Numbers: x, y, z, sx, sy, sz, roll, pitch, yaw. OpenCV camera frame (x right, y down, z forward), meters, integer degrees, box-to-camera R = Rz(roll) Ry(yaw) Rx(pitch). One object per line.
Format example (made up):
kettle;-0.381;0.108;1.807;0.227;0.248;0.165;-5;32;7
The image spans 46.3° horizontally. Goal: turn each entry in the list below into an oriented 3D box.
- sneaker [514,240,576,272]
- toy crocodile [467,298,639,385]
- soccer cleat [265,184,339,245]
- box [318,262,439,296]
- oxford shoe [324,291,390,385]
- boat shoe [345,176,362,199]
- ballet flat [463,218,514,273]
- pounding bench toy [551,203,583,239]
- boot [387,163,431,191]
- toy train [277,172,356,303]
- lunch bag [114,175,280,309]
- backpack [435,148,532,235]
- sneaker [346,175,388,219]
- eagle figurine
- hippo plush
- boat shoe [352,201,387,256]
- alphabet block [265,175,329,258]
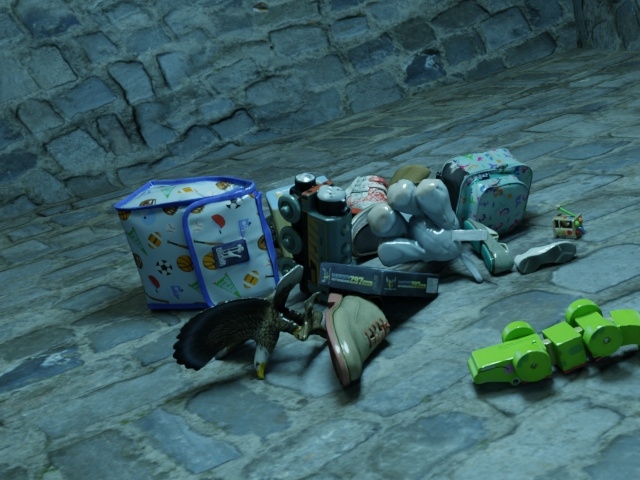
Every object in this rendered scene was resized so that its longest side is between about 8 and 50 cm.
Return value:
sneaker;0.536;0.031;1.792;0.152;0.054;0.061;-15;18;-3
toy crocodile;0.438;0.198;1.371;0.340;0.105;0.115;-18;21;1
soccer cleat;-0.063;-0.060;2.377;0.318;0.116;0.109;-31;65;-5
box;0.138;0.092;1.739;0.183;0.059;0.232;5;-2;42
oxford shoe;0.082;0.186;1.579;0.130;0.123;0.348;-9;21;6
boat shoe;0.126;-0.154;2.529;0.070;0.078;0.219;27;26;6
ballet flat;0.424;0.011;1.873;0.068;0.072;0.213;-10;34;-6
pounding bench toy;0.631;-0.052;1.903;0.065;0.083;0.052;4;27;41
boot;0.312;-0.189;2.464;0.236;0.089;0.269;-2;22;27
toy train;0.000;0.000;1.852;0.190;0.334;0.142;22;36;35
lunch bag;-0.312;0.007;2.005;0.385;0.328;0.239;-2;26;21
backpack;0.455;-0.127;2.024;0.253;0.225;0.191;-19;43;-26
sneaker;0.177;-0.125;2.291;0.270;0.090;0.145;13;73;55
eagle figurine;-0.148;0.190;1.631;0.298;0.226;0.225;0;44;20
hippo plush;0.278;-0.058;1.885;0.294;0.235;0.236;7;17;13
boat shoe;0.224;-0.048;2.089;0.355;0.133;0.130;-26;23;-27
alphabet block;-0.038;-0.052;2.172;0.193;0.197;0.192;-16;21;-4
